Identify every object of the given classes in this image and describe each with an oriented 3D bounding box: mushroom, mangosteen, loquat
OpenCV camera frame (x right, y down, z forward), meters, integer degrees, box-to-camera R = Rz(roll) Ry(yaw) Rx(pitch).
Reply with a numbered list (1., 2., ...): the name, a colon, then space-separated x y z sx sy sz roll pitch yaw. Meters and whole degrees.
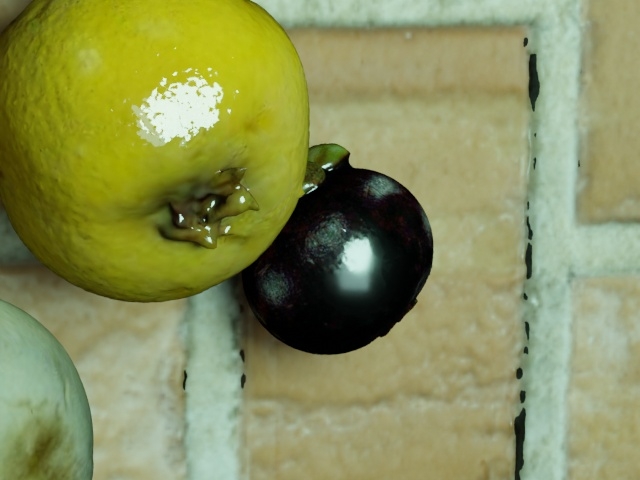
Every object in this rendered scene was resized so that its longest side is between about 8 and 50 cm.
1. mushroom: -0.242 0.137 1.053 0.226 0.178 0.226 -34 137 -38
2. mangosteen: 0.000 0.000 1.160 0.137 0.137 0.151 -41 90 -14
3. loquat: -0.104 -0.066 1.054 0.208 0.208 0.208 -4 99 -24
